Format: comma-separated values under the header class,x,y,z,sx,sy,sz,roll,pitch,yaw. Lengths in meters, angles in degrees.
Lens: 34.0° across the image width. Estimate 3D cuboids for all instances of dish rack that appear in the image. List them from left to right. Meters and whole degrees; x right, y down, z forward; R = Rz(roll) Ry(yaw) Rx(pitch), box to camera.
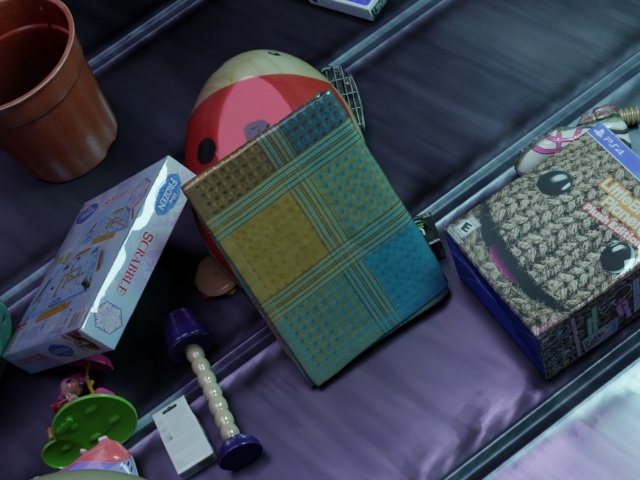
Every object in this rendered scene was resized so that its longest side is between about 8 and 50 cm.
class,x,y,z,sx,sy,sz,roll,pitch,yaw
dish rack,-0.057,-0.199,1.843,0.271,0.074,0.208,-15,57,7

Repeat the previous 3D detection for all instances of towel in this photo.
class,x,y,z,sx,sy,sz,roll,pitch,yaw
towel,0.000,0.000,1.557,0.271,0.370,0.040,-34,16,-4

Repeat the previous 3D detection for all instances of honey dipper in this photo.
class,x,y,z,sx,sy,sz,roll,pitch,yaw
honey dipper,0.553,-0.207,1.677,0.160,0.030,0.031,-7,57,8

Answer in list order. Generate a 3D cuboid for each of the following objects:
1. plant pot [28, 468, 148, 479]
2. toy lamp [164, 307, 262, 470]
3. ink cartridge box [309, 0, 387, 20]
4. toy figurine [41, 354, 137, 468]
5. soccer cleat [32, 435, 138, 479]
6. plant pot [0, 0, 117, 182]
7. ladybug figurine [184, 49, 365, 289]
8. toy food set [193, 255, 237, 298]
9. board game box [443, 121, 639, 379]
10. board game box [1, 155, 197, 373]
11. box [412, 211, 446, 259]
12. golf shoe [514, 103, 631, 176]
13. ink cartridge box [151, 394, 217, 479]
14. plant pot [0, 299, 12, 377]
class,x,y,z,sx,sy,sz,roll,pitch,yaw
plant pot,-0.299,0.426,1.433,0.284,0.284,0.191,25,33,29
toy lamp,-0.174,0.219,1.610,0.080,0.080,0.275,-30,54,-2
ink cartridge box,0.066,-0.532,2.025,0.208,0.045,0.206,25,69,28
toy figurine,-0.378,0.249,1.659,0.173,0.130,0.159,-44,38,17
soccer cleat,-0.388,0.394,1.572,0.248,0.083,0.095,-34,60,-8
plant pot,-0.516,-0.259,1.907,0.272,0.265,0.273,-8,57,12
ladybug figurine,-0.074,-0.110,1.675,0.305,0.162,0.450,-17,75,5
toy food set,-0.171,0.060,1.745,0.083,0.020,0.083,-1,59,17
board game box,0.370,0.013,1.526,0.291,0.141,0.232,-34,55,-5
board game box,-0.356,0.045,1.675,0.318,0.066,0.318,-19,42,51
box,0.147,0.004,1.658,0.083,0.052,0.062,-20,55,4
golf shoe,0.399,-0.142,1.657,0.186,0.067,0.086,-27,70,10
ink cartridge box,-0.208,0.300,1.600,0.062,0.029,0.115,-32,54,-3
plant pot,-0.643,0.161,1.685,0.235,0.293,0.293,12,62,7
